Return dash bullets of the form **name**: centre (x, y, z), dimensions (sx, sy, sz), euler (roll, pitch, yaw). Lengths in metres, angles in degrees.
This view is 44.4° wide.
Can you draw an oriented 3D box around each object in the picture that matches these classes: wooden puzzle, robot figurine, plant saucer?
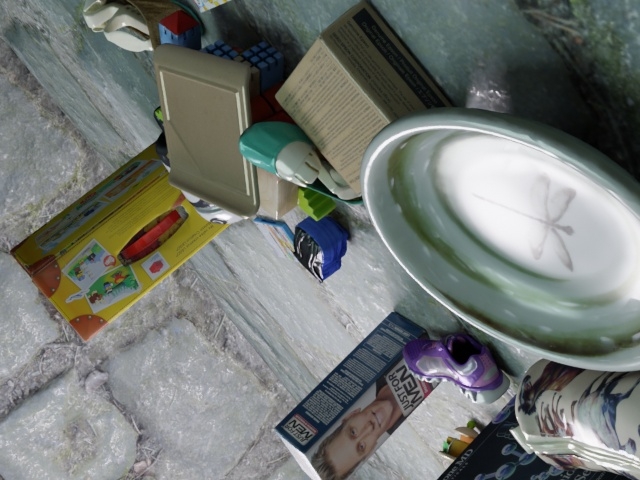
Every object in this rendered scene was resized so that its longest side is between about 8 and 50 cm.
- **wooden puzzle**: centre (-0.174, -0.175, 1.229), dimensions (0.221, 0.044, 0.239), euler (24, 125, 37)
- **robot figurine**: centre (-0.223, -0.162, 1.578), dimensions (0.173, 0.209, 0.278), euler (-13, 126, 26)
- **plant saucer**: centre (0.234, -0.014, 0.878), dimensions (0.400, 0.100, 0.400), euler (30, 154, 16)

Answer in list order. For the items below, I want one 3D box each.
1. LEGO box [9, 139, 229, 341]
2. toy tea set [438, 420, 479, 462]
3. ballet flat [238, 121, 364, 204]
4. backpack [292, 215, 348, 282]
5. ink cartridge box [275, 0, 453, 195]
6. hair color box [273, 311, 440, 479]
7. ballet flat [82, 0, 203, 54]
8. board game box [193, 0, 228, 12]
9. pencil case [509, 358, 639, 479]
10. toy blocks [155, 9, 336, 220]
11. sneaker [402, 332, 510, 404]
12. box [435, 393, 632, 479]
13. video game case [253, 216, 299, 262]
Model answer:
- **LEGO box**: centre (-0.443, -0.033, 1.837), dimensions (0.193, 0.500, 0.372), euler (57, 161, -22)
- **toy tea set**: centre (0.364, 0.418, 1.585), dimensions (0.200, 0.124, 0.336), euler (24, 170, -27)
- **ballet flat**: centre (-0.005, -0.111, 1.173), dimensions (0.247, 0.083, 0.087), euler (16, -155, -39)
- **backpack**: centre (0.000, 0.000, 1.519), dimensions (0.098, 0.101, 0.120), euler (38, 156, 24)
- **ink cartridge box**: centre (0.054, -0.178, 1.043), dimensions (0.193, 0.088, 0.234), euler (49, 162, -5)
- **hair color box**: centre (0.087, 0.330, 1.596), dimensions (0.105, 0.347, 0.174), euler (29, 155, 45)
- **ballet flat**: centre (-0.359, -0.419, 1.448), dimensions (0.342, 0.124, 0.116), euler (37, 159, 31)
- **board game box**: centre (-0.139, -0.425, 0.886), dimensions (0.275, 0.144, 0.142), euler (55, 161, -23)
- **pencil case**: centre (0.391, 0.219, 0.925), dimensions (0.160, 0.183, 0.410), euler (66, 162, -1)
- **toy blocks**: centre (-0.132, -0.221, 1.296), dimensions (0.381, 0.190, 0.261), euler (41, 150, 23)
- **sneaker**: centre (0.238, 0.211, 1.436), dimensions (0.236, 0.095, 0.105), euler (14, 136, 53)
- **box**: centre (0.380, 0.430, 1.207), dimensions (0.212, 0.293, 0.395), euler (52, 161, -10)
- **video game case**: centre (-0.093, 0.000, 1.879), dimensions (0.119, 0.015, 0.166), euler (56, 161, -22)
